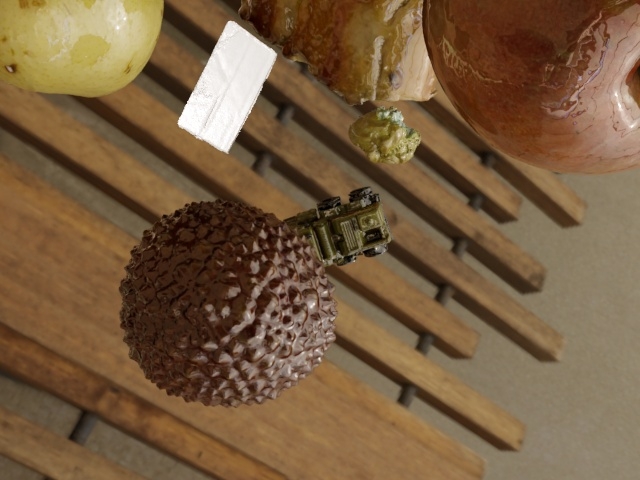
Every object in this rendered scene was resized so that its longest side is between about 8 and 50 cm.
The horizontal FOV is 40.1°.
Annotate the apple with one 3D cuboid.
[{"bbox_3d":[0.204,-0.179,0.671,0.253,0.253,0.253,-41,-152,27],"label":"apple"}]

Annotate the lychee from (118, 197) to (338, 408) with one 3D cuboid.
[{"bbox_3d":[-0.117,0.079,1.111,0.276,0.275,0.304,-56,-161,-3],"label":"lychee"}]

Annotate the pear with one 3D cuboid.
[{"bbox_3d":[-0.360,-0.348,1.203,0.309,0.309,0.309,-41,-152,27],"label":"pear"}]

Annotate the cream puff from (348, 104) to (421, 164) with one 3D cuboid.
[{"bbox_3d":[0.141,-0.226,1.927,0.121,0.156,0.156,-43,-153,15],"label":"cream puff"}]

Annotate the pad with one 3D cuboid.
[{"bbox_3d":[-0.181,-0.298,1.731,0.004,0.156,0.232,27,-90,39],"label":"pad"}]

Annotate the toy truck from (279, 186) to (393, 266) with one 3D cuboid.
[{"bbox_3d":[-0.002,0.000,1.599,0.257,0.127,0.127,-16,-168,8],"label":"toy truck"}]

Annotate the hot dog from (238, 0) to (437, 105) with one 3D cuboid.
[{"bbox_3d":[0.059,-0.411,1.140,0.367,0.196,0.365,43,-47,35],"label":"hot dog"}]
